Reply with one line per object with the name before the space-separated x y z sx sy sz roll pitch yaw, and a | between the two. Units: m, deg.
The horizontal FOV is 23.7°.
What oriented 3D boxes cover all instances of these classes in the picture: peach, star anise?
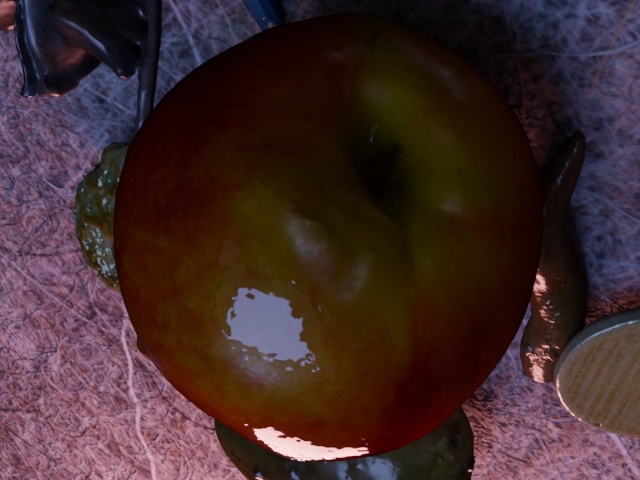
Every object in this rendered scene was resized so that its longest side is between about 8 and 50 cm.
peach | 0.000 0.000 1.286 0.388 0.388 0.388 22 139 20
star anise | -0.226 -0.246 1.383 0.316 0.139 0.359 36 127 43

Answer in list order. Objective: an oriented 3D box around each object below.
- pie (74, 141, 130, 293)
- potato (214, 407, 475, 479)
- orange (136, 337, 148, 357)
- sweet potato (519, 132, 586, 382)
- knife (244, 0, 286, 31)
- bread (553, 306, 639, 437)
pie | -0.153 -0.021 1.611 0.248 0.090 0.201 12 125 29
potato | 0.026 0.217 1.644 0.308 0.173 0.210 18 140 26
orange | -0.172 0.117 1.784 0.086 0.062 0.086 19 180 0
sweet potato | 0.208 0.023 1.392 0.067 0.059 0.281 6 135 18
knife | -0.100 -0.301 1.336 0.044 0.026 0.296 3 133 40
bread | 0.275 0.117 1.428 0.112 0.036 0.193 4 137 -1
